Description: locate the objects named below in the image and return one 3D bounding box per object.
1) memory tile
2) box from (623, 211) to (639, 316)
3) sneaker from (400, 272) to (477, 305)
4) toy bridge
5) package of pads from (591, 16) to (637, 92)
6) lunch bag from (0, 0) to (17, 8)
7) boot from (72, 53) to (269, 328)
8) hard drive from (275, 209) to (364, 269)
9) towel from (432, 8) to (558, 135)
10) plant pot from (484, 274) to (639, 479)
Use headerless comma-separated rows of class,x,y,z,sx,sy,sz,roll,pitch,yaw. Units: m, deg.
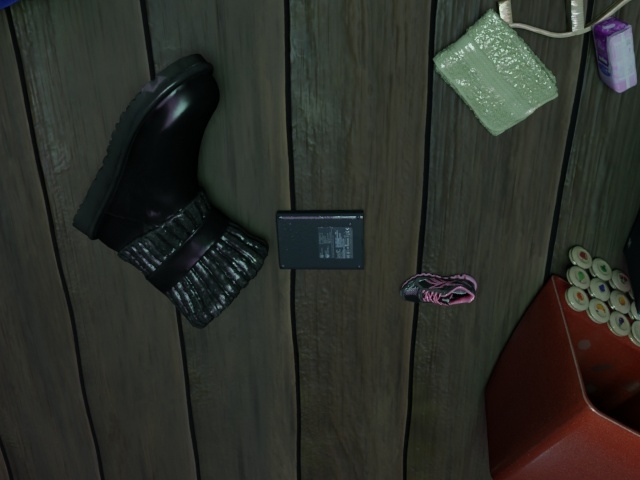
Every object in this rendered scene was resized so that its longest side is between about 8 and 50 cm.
memory tile,0.423,0.080,0.801,0.148,0.113,0.012,29,147,-7
box,0.582,-0.046,0.632,0.312,0.179,0.343,15,122,16
sneaker,0.184,0.081,0.849,0.119,0.057,0.047,-6,113,9
toy bridge,0.324,-0.296,0.699,0.188,0.026,0.063,-10,113,10
package of pads,0.373,-0.234,0.694,0.032,0.050,0.083,-24,126,10
lunch bag,-0.503,-0.393,0.578,0.385,0.239,0.328,1,117,29
boot,-0.173,-0.056,0.785,0.260,0.131,0.348,39,121,-3
hard drive,0.000,0.000,0.852,0.135,0.022,0.094,0,112,6
towel,0.232,-0.218,0.726,0.148,0.027,0.110,43,121,-16
plant pot,0.391,0.262,0.807,0.267,0.267,0.236,28,124,-6
